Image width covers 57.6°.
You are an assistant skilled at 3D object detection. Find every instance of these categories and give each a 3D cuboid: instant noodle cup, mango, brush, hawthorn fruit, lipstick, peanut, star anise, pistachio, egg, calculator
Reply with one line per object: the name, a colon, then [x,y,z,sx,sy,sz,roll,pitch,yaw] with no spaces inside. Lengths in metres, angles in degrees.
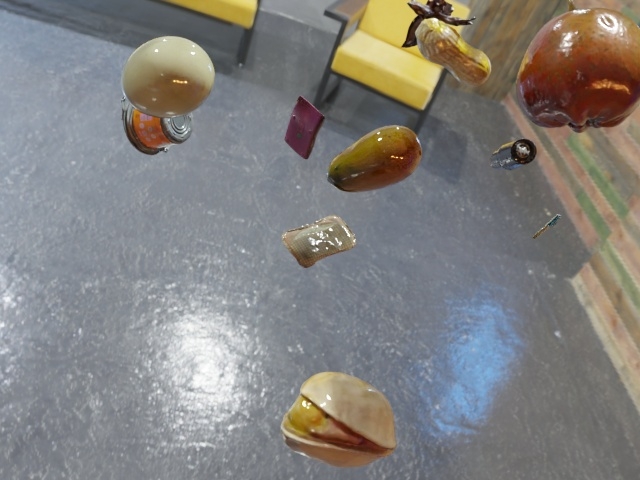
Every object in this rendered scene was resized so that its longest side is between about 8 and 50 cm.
instant noodle cup: [-0.432,-0.328,1.601,0.126,0.177,0.208,1,-14,27]
mango: [0.144,-0.201,1.497,0.175,0.254,0.139,18,59,-46]
brush: [0.547,-0.031,1.405,0.016,0.083,0.013,12,41,-40]
hawthorn fruit: [0.571,-0.390,1.266,0.277,0.277,0.298,-4,87,-33]
lipstick: [0.559,-0.247,1.727,0.081,0.081,0.299,24,2,0]
peanut: [0.299,-0.422,1.318,0.207,0.087,0.087,30,33,-20]
star anise: [0.277,-0.497,1.337,0.158,0.140,0.144,-37,74,-5]
pistachio: [0.053,0.444,1.418,0.309,0.230,0.230,26,29,-36]
egg: [-0.369,-0.388,1.401,0.242,0.186,0.186,-10,24,29]
calculator: [-0.059,-0.372,1.945,0.126,0.190,0.034,44,43,21]

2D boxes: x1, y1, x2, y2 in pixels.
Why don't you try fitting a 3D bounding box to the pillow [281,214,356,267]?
pillow: [-0.001,-0.002,1.695,0.211,0.034,0.135,-24,61,-29]
